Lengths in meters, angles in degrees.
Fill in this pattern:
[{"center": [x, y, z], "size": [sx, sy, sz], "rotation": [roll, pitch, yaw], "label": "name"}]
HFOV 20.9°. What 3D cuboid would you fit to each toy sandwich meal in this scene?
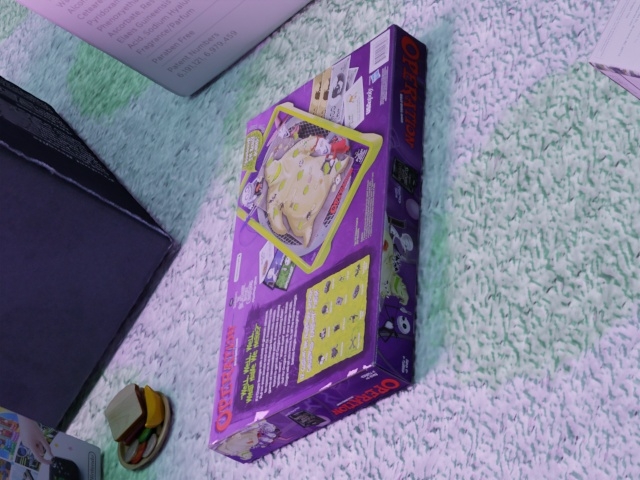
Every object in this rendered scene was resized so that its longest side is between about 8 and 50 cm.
[{"center": [-0.170, 0.169, 1.599], "size": [0.085, 0.029, 0.085], "rotation": [-35, 40, 36], "label": "toy sandwich meal"}]

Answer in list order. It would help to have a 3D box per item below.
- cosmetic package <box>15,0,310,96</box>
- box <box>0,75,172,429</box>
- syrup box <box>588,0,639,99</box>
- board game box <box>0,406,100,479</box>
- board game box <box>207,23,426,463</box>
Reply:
[{"center": [-0.178, -0.420, 1.733], "size": [0.327, 0.394, 0.329], "rotation": [-33, 42, 37], "label": "cosmetic package"}, {"center": [-0.460, 0.056, 1.850], "size": [0.480, 0.297, 0.472], "rotation": [-57, 30, 6], "label": "box"}, {"center": [0.291, -0.118, 1.109], "size": [0.237, 0.093, 0.096], "rotation": [22, 84, 58], "label": "syrup box"}, {"center": [-0.341, 0.242, 1.523], "size": [0.097, 0.303, 0.224], "rotation": [-41, 37, 31], "label": "board game box"}, {"center": [0.000, 0.000, 1.479], "size": [0.208, 0.056, 0.346], "rotation": [-26, 45, 37], "label": "board game box"}]
